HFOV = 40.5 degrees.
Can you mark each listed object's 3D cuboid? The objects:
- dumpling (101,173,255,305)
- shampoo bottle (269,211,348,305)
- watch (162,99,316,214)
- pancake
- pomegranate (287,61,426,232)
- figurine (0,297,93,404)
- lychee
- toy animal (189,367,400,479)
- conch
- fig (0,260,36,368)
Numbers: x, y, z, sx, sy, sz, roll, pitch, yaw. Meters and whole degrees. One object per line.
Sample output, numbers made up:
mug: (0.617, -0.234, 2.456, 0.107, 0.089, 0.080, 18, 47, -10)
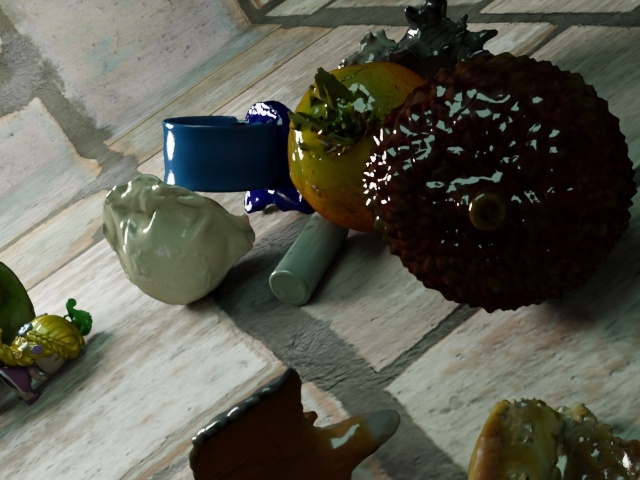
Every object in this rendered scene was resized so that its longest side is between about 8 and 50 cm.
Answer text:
dumpling: (-0.210, -0.006, 1.188, 0.258, 0.193, 0.147, -28, 30, 43)
shampoo bottle: (0.000, 0.000, 1.090, 0.056, 0.056, 0.195, -14, 29, 36)
watch: (-0.127, -0.120, 1.264, 0.200, 0.171, 0.196, -5, 5, -32)
pancake: (0.192, 0.166, 0.520, 0.244, 0.057, 0.266, -19, 26, 28)
pomegranate: (0.057, -0.115, 1.028, 0.210, 0.235, 0.210, -8, 70, 24)
figurine: (-0.401, 0.140, 1.247, 0.095, 0.115, 0.156, 13, 47, 46)
lychee: (0.160, -0.053, 0.785, 0.236, 0.236, 0.271, -26, 0, 15)
toy animal: (-0.073, 0.230, 0.657, 0.284, 0.225, 0.302, -28, 2, 18)
conch: (0.110, -0.224, 1.186, 0.241, 0.186, 0.313, -19, -2, -30)
fig: (-0.575, 0.158, 1.388, 0.275, 0.206, 0.206, -51, 9, 37)
